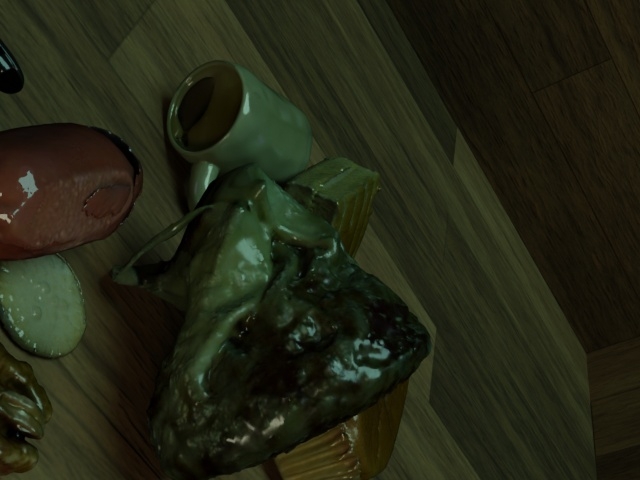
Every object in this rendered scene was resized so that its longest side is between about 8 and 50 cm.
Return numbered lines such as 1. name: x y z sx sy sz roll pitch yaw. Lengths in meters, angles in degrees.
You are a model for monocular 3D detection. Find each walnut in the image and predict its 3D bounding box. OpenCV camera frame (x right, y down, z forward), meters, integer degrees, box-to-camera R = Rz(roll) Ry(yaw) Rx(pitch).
1. walnut: -0.345 0.159 1.016 0.170 0.069 0.143 54 26 -32

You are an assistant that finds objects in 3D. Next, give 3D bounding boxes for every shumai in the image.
1. shumai: -0.072 0.081 1.299 0.395 0.395 0.348 -18 86 -66

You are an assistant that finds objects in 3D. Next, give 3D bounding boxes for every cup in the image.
1. cup: -0.118 -0.137 1.621 0.202 0.173 0.255 31 42 -51

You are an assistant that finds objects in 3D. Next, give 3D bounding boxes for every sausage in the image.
1. sausage: -0.313 -0.058 1.165 0.279 0.152 0.152 -24 92 -64

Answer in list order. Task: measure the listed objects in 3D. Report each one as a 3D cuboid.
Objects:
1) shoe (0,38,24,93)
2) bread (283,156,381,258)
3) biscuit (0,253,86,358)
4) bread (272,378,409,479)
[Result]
1. shoe: -0.421 -0.238 1.217 0.159 0.062 0.053 61 37 -16
2. bread: 0.000 0.000 1.707 0.239 0.111 0.246 -38 147 -64
3. biscuit: -0.326 0.068 1.194 0.152 0.020 0.152 45 32 -39
4. bread: 0.041 0.238 1.618 0.236 0.183 0.388 58 25 -26
